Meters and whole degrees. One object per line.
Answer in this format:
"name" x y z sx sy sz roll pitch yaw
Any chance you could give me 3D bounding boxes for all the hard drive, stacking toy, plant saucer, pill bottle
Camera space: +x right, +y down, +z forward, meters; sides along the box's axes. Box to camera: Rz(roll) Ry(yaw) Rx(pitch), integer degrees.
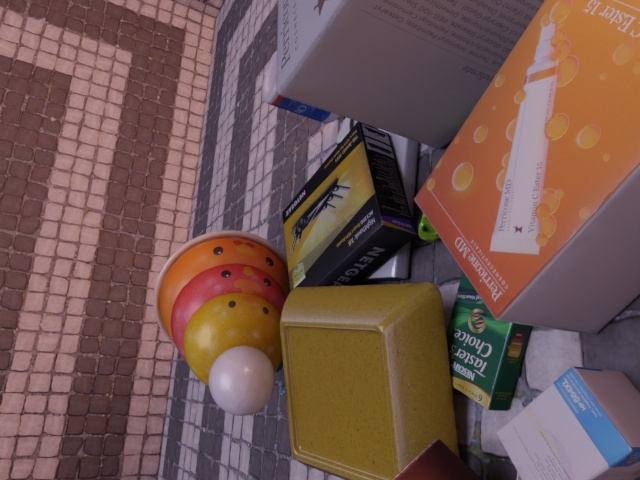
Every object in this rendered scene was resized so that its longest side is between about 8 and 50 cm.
"hard drive" 0.112 -0.073 0.964 0.203 0.040 0.308 -12 69 61
"stacking toy" -0.173 0.200 1.018 0.480 0.350 0.351 -135 60 -66
"plant saucer" 0.046 0.241 0.767 0.332 0.081 0.333 -8 87 46
"pill bottle" -0.011 -0.342 1.104 0.124 0.221 0.124 -33 52 55

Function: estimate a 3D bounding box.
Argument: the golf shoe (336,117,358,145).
"golf shoe" 0.070 -0.300 1.056 0.198 0.093 0.077 -59 15 25

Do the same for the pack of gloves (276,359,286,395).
"pack of gloves" -0.050 0.213 1.060 0.195 0.046 0.232 122 165 -48

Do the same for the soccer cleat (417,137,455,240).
"soccer cleat" 0.206 -0.083 0.784 0.072 0.060 0.179 -83 12 -66

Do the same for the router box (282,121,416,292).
"router box" 0.037 -0.036 0.948 0.309 0.081 0.243 -46 42 42

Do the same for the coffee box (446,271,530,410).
"coffee box" 0.228 0.125 0.665 0.113 0.040 0.184 25 102 62

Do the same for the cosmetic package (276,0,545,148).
"cosmetic package" 0.163 -0.397 0.684 0.393 0.327 0.330 -37 49 54

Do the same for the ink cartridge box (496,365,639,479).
"ink cartridge box" 0.267 0.213 0.503 0.143 0.092 0.090 -59 33 32

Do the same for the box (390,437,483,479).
"box" 0.136 0.376 0.530 0.203 0.167 0.169 39 117 29

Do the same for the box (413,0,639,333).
"box" 0.289 -0.100 0.501 0.345 0.168 0.215 -61 32 31
